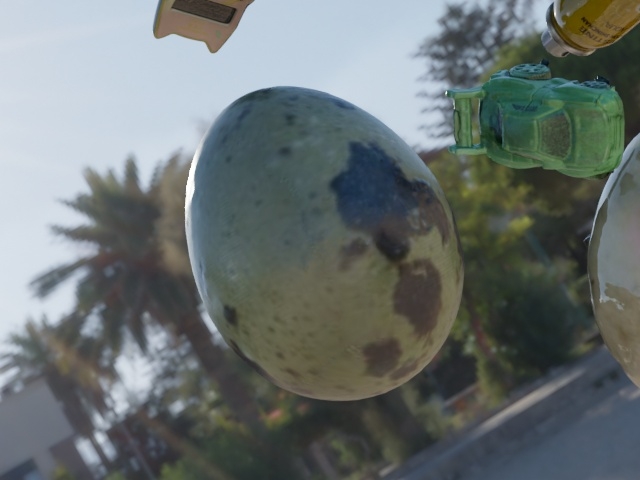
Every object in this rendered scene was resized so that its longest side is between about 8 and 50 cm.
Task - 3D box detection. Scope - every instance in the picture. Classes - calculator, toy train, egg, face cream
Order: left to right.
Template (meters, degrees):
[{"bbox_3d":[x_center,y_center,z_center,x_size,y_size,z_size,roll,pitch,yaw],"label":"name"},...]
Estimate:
[{"bbox_3d":[-0.150,-0.389,1.983,0.157,0.033,0.236,10,-58,-43],"label":"calculator"},{"bbox_3d":[0.000,0.000,1.766,0.345,0.428,0.345,-24,-11,-5],"label":"egg"},{"bbox_3d":[0.191,-0.100,1.186,0.081,0.099,0.149,-20,26,-38],"label":"toy train"},{"bbox_3d":[0.391,-0.334,1.665,0.105,0.105,0.348,-25,-10,-38],"label":"face cream"}]

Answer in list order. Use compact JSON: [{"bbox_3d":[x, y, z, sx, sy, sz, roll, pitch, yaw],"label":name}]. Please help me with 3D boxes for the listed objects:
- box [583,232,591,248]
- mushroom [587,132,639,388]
[{"bbox_3d":[0.551,-0.020,2.049,0.231,0.149,0.155,-34,4,46],"label":"box"},{"bbox_3d":[0.439,0.035,1.327,0.325,0.353,0.353,-40,-12,28],"label":"mushroom"}]
